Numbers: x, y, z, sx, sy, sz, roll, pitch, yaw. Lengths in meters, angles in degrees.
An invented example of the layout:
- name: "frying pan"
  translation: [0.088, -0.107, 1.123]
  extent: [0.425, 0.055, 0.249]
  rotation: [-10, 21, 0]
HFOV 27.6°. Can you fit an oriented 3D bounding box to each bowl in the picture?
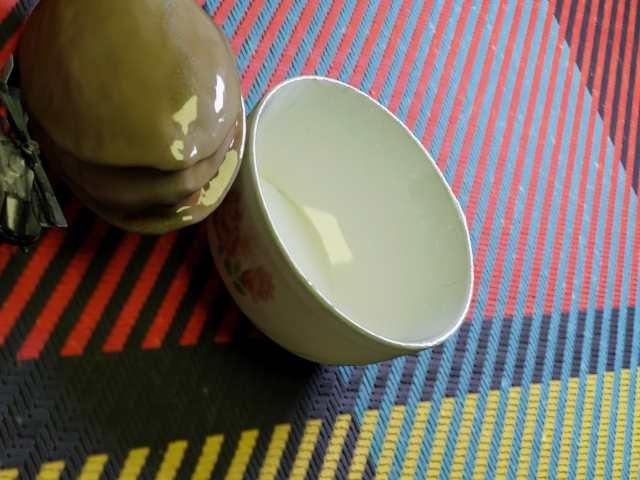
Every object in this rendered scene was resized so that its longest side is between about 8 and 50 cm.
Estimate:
- name: "bowl"
  translation: [0.000, 0.000, 1.197]
  extent: [0.277, 0.145, 0.277]
  rotation: [30, 43, -33]

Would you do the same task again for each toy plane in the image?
- name: "toy plane"
  translation: [-0.246, -0.060, 1.025]
  extent: [0.053, 0.078, 0.197]
  rotation: [17, 37, -38]

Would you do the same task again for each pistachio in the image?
- name: "pistachio"
  translation: [-0.158, -0.130, 1.092]
  extent: [0.181, 0.162, 0.293]
  rotation: [-16, 55, -12]
